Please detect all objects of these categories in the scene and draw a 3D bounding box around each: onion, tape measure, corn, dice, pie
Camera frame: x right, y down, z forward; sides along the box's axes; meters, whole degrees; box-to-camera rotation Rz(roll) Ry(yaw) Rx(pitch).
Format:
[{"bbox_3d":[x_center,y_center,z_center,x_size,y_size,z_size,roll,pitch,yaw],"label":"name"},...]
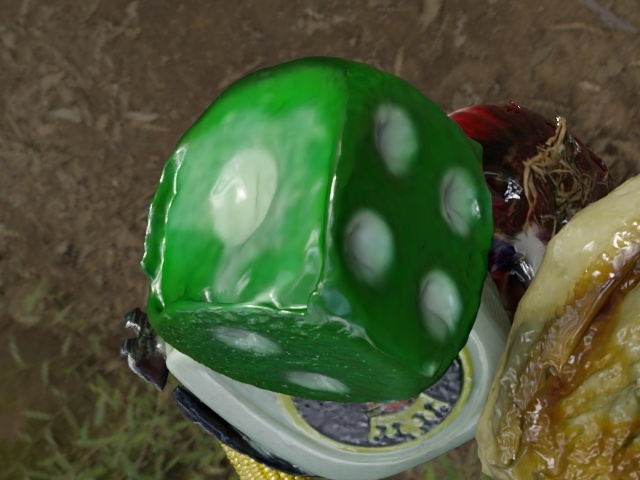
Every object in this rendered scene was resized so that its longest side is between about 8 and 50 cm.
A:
[{"bbox_3d":[0.165,0.030,1.134,0.232,0.314,0.314,-22,104,51],"label":"onion"},{"bbox_3d":[0.014,0.079,0.847,0.235,0.115,0.207,-29,122,16],"label":"tape measure"},{"bbox_3d":[-0.049,0.260,1.302,0.206,0.067,0.067,55,134,2],"label":"corn"},{"bbox_3d":[0.000,0.000,0.561,0.131,0.128,0.120,-10,147,43],"label":"dice"},{"bbox_3d":[0.242,0.071,0.753,0.315,0.092,0.315,-8,126,-11],"label":"pie"}]
